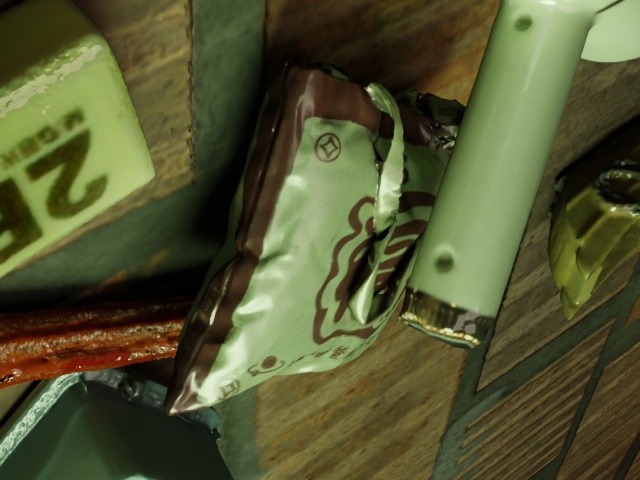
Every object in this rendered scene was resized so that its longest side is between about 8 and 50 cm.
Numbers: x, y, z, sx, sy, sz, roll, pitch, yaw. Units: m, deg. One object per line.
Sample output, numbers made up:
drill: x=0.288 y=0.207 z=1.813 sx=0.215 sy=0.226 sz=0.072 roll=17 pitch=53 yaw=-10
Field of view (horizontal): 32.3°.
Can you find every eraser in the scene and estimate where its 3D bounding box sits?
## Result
eraser: x=-0.173 y=-0.032 z=0.542 sx=0.172 sy=0.058 sz=0.117 roll=-36 pitch=149 yaw=-17

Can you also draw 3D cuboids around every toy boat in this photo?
toy boat: x=0.397 y=-0.061 z=1.141 sx=0.445 sy=0.162 sz=0.136 roll=-31 pitch=150 yaw=-25

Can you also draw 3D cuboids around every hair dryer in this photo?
hair dryer: x=0.124 y=-0.088 z=0.689 sx=0.203 sy=0.128 sz=0.362 roll=19 pitch=90 yaw=-58

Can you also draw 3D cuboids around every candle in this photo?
candle: x=-0.174 y=0.066 z=0.680 sx=0.051 sy=0.048 sz=0.329 roll=-14 pitch=173 yaw=38

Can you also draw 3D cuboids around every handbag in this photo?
handbag: x=0.000 y=0.000 z=0.744 sx=0.213 sy=0.127 sz=0.235 roll=1 pitch=115 yaw=-55

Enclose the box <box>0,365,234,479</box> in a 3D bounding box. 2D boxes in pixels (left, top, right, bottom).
box: x=-0.169 y=0.203 z=0.774 sx=0.227 sy=0.130 sz=0.162 roll=-49 pitch=136 yaw=8
